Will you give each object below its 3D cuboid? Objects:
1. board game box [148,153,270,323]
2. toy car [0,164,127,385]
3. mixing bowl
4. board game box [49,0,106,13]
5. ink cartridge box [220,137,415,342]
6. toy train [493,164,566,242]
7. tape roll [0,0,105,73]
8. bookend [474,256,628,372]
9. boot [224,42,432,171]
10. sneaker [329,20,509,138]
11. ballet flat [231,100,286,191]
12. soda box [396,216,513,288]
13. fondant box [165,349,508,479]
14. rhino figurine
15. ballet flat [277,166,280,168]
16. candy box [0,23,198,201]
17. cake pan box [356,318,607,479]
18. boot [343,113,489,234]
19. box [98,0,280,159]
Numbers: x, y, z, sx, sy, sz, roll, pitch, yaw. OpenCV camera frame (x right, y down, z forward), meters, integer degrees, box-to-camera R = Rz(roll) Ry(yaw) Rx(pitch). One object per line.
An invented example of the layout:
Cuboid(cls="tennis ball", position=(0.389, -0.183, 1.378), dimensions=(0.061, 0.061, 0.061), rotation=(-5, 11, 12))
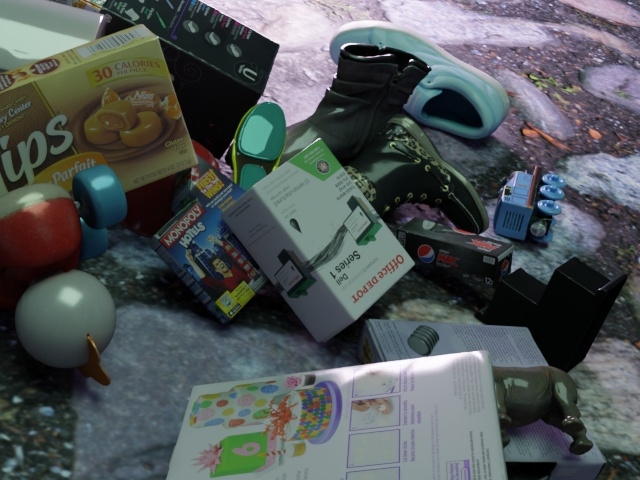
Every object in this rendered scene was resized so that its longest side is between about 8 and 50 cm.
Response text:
Cuboid(cls="board game box", position=(-0.143, -0.010, 1.487), dimensions=(0.194, 0.060, 0.194), rotation=(47, 47, -3))
Cuboid(cls="toy car", position=(-0.310, 0.071, 1.288), dimensions=(0.219, 0.210, 0.238), rotation=(-22, 79, -29))
Cuboid(cls="mixing bowl", position=(-0.212, -0.088, 1.602), dimensions=(0.181, 0.098, 0.181), rotation=(13, 32, -8))
Cuboid(cls="board game box", position=(-0.415, -0.447, 2.078), dimensions=(0.193, 0.045, 0.147), rotation=(27, 33, 13))
Cuboid(cls="ink cartridge box", position=(0.000, 0.000, 1.482), dimensions=(0.219, 0.092, 0.160), rotation=(52, 47, -2))
Cuboid(cls="toy train", position=(0.350, -0.065, 1.871), dimensions=(0.105, 0.080, 0.184), rotation=(16, 32, 7))
Cuboid(cls="tape roll", position=(-0.409, -0.217, 1.559), dimensions=(0.169, 0.246, 0.246), rotation=(13, 33, -8))
Cuboid(cls="bookend", position=(0.321, 0.079, 1.568), dimensions=(0.157, 0.156, 0.072), rotation=(35, 36, 25))
Cuboid(cls="boot", position=(0.009, -0.211, 1.779), dimensions=(0.338, 0.223, 0.118), rotation=(-13, 45, -40))
Cuboid(cls="sneaker", position=(0.175, -0.299, 2.075), dimensions=(0.366, 0.135, 0.150), rotation=(22, 30, 7))
Cuboid(cls="ballet flat", position=(-0.102, -0.102, 1.648), dimensions=(0.077, 0.077, 0.231), rotation=(17, 54, -14))
Cuboid(cls="soda box", position=(0.197, 0.017, 1.651), dimensions=(0.169, 0.053, 0.060), rotation=(17, 28, 29))
Cuboid(cls="fondant box", position=(0.019, 0.230, 1.111), dimensions=(0.330, 0.096, 0.238), rotation=(-7, 27, 8))
Cuboid(cls="rhino figurine", position=(0.200, 0.187, 1.306), dimensions=(0.243, 0.073, 0.106), rotation=(7, 39, -15))
Cuboid(cls="ballet flat", position=(-0.014, -0.028, 1.633), dimensions=(0.077, 0.091, 0.241), rotation=(-36, 55, -27))
Cuboid(cls="candy box", position=(-0.334, -0.132, 1.413), dimensions=(0.316, 0.183, 0.087), rotation=(-22, 29, -13))
Cuboid(cls="cake pan box", position=(0.195, 0.208, 1.398), dimensions=(0.245, 0.070, 0.267), rotation=(2, 36, -21))
Cuboid(cls="boot", position=(0.138, -0.063, 1.759), dimensions=(0.178, 0.085, 0.236), rotation=(-40, 91, -27))
Cuboid(cls="box", position=(-0.226, -0.278, 1.741), dimensions=(0.270, 0.165, 0.143), rotation=(27, 44, -12))
